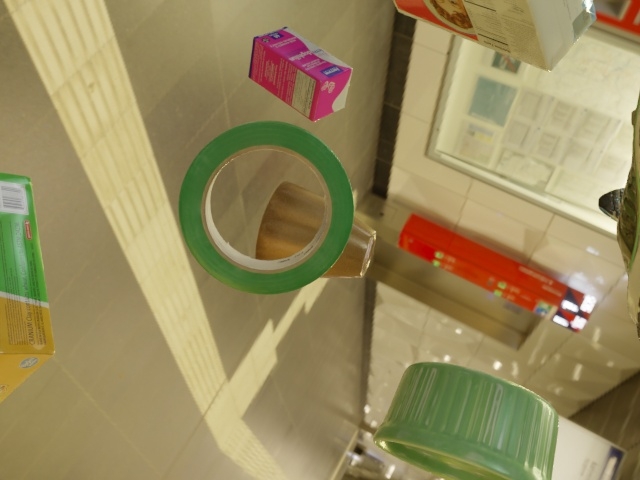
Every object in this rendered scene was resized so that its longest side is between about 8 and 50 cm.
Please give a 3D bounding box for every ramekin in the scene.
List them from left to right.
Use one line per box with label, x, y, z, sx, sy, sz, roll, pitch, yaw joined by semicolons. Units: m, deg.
ramekin;0.255;0.325;1.143;0.303;0.303;0.148;82;28;-66

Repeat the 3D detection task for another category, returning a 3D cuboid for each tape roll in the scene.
tape roll;-0.099;-0.061;1.252;0.077;0.321;0.321;-105;-142;-78

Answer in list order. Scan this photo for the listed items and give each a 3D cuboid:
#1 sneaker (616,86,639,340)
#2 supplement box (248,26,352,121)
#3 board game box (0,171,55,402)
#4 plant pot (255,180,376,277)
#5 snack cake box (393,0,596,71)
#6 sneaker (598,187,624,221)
sneaker;0.395;-0.084;0.758;0.182;0.157;0.411;-91;177;-64
supplement box;-0.049;-0.385;1.540;0.111;0.220;0.114;-33;151;-38
board game box;-0.451;0.098;0.860;0.064;0.242;0.316;8;144;-45
plant pot;0.000;0.000;1.657;0.237;0.254;0.237;17;90;-77
snack cake box;0.177;-0.317;0.785;0.089;0.264;0.152;-49;140;-2
sneaker;0.503;-0.039;1.078;0.073;0.162;0.064;-14;-115;62
